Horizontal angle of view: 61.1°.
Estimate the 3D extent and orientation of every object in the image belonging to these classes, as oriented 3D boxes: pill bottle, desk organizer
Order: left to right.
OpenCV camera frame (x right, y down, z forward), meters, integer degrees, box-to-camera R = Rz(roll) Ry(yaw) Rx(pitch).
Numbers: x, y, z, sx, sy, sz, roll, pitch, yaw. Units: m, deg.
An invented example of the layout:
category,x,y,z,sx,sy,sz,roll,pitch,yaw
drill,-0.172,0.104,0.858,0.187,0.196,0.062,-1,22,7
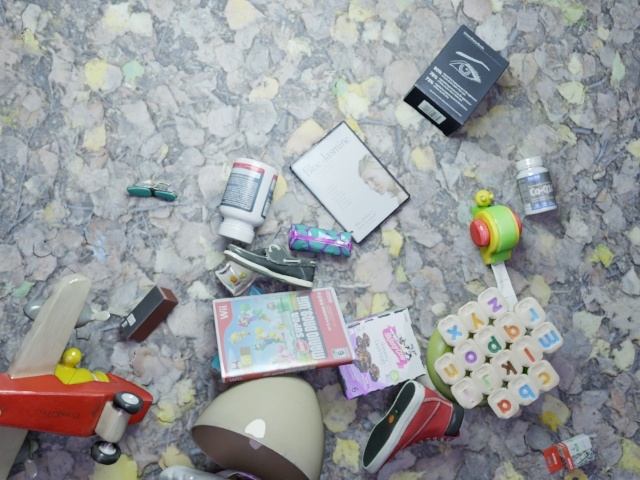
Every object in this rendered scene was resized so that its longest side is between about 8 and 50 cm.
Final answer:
category,x,y,z,sx,sy,sz,roll,pitch,yaw
desk organizer,-0.385,0.165,1.222,0.130,0.050,0.047,-46,59,7
pill bottle,-0.171,-0.088,1.241,0.108,0.108,0.180,18,83,-6
pill bottle,0.535,-0.136,1.353,0.078,0.078,0.137,-13,87,-8

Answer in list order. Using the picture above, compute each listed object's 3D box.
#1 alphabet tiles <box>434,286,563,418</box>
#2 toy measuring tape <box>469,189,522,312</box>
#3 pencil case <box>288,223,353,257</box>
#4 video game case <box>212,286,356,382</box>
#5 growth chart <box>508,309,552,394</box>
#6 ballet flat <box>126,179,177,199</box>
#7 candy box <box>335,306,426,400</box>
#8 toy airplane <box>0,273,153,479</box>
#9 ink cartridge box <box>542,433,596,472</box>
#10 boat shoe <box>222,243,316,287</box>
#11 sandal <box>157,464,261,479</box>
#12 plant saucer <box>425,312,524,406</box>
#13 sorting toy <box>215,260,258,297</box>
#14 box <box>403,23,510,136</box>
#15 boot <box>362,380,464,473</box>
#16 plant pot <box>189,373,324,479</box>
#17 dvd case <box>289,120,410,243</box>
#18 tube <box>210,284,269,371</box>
category,x,y,z,sx,sy,sz,roll,pitch,yaw
alphabet tiles,0.414,0.262,1.268,0.284,0.021,0.278,-36,91,2
toy measuring tape,0.440,0.032,1.301,0.121,0.121,0.330,-15,83,-8
pencil case,0.000,0.000,1.276,0.152,0.070,0.064,7,85,-6
video game case,-0.084,0.199,1.193,0.285,0.025,0.204,-5,46,-14
growth chart,0.474,0.293,1.342,0.172,0.021,0.237,-31,91,-10
ballet flat,-0.386,-0.120,1.255,0.114,0.041,0.041,7,85,-7
candy box,0.128,0.261,1.273,0.196,0.070,0.164,-16,88,-8
toy airplane,-0.576,0.296,1.079,0.386,0.272,0.384,-28,122,-22
ink cartridge box,0.614,0.529,1.338,0.115,0.029,0.062,-18,89,-9
boat shoe,-0.112,0.045,1.230,0.233,0.084,0.079,20,80,-31
sandal,-0.160,0.552,1.135,0.416,0.102,0.169,12,108,24
plant saucer,0.376,0.286,1.299,0.241,0.037,0.240,0,92,0
sorting toy,-0.201,0.084,1.257,0.075,0.045,0.083,42,51,11
box,0.331,-0.390,1.329,0.153,0.108,0.207,40,81,-3
boot,0.221,0.460,1.254,0.176,0.088,0.244,30,100,-16
plant pot,-0.105,0.388,1.157,0.284,0.284,0.191,32,51,-4
dvd case,0.074,-0.143,1.321,0.180,0.022,0.253,-42,92,-8
tube,-0.176,0.210,1.252,0.080,0.052,0.207,33,76,-9
